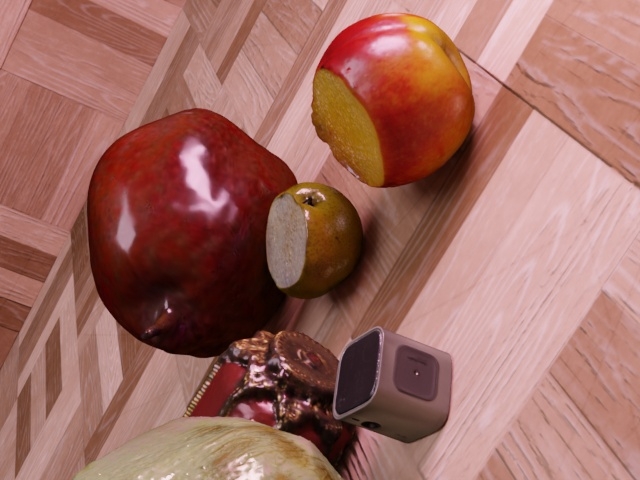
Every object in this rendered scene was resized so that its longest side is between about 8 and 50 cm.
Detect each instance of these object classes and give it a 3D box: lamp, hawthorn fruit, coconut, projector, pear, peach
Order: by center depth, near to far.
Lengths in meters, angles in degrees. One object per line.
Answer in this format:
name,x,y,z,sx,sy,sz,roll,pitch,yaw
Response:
coconut,-0.073,0.301,0.960,0.328,0.329,0.281,-110,27,-58
projector,0.069,0.139,1.046,0.083,0.082,0.083,-38,36,50
lamp,-0.073,0.228,1.177,0.274,0.177,0.177,-59,24,21
peach,0.069,-0.149,1.184,0.192,0.190,0.190,-34,35,21
pear,0.000,0.000,1.306,0.141,0.104,0.141,177,90,-67
hawthorn fruit,-0.160,-0.002,1.434,0.308,0.308,0.324,-50,52,34
